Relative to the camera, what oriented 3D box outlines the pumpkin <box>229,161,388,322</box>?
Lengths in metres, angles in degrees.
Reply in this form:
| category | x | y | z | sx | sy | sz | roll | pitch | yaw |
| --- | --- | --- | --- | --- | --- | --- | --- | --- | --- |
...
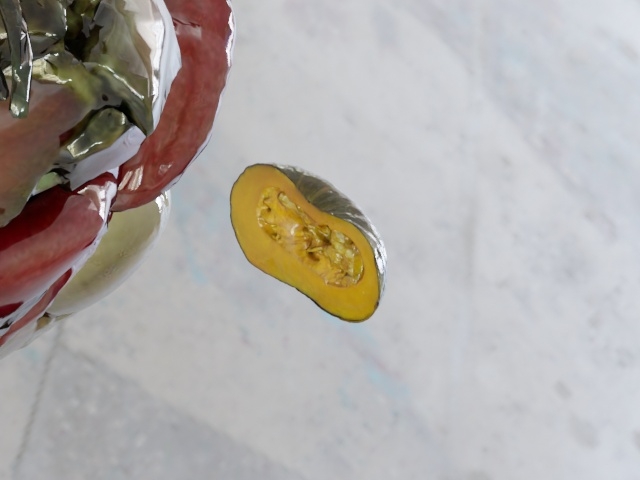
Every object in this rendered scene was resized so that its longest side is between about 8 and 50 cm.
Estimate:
| category | x | y | z | sx | sy | sz | roll | pitch | yaw |
| --- | --- | --- | --- | --- | --- | --- | --- | --- | --- |
| pumpkin | 0.001 | -0.001 | 0.750 | 0.028 | 0.050 | 0.083 | -22 | 51 | -39 |

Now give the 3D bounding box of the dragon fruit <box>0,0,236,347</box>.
| category | x | y | z | sx | sy | sz | roll | pitch | yaw |
| --- | --- | --- | --- | --- | --- | --- | --- | --- | --- |
| dragon fruit | -0.115 | -0.052 | 0.460 | 0.234 | 0.293 | 0.233 | 0 | 90 | -50 |

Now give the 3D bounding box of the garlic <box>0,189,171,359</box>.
| category | x | y | z | sx | sy | sz | roll | pitch | yaw |
| --- | --- | --- | --- | --- | --- | --- | --- | --- | --- |
| garlic | -0.154 | 0.005 | 0.932 | 0.099 | 0.174 | 0.124 | 56 | 17 | -12 |
